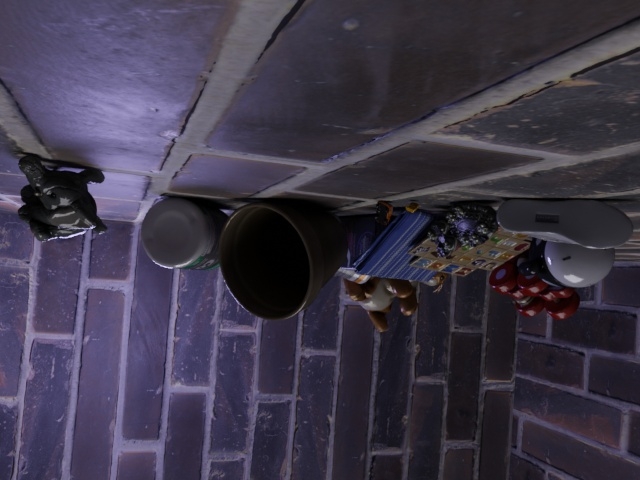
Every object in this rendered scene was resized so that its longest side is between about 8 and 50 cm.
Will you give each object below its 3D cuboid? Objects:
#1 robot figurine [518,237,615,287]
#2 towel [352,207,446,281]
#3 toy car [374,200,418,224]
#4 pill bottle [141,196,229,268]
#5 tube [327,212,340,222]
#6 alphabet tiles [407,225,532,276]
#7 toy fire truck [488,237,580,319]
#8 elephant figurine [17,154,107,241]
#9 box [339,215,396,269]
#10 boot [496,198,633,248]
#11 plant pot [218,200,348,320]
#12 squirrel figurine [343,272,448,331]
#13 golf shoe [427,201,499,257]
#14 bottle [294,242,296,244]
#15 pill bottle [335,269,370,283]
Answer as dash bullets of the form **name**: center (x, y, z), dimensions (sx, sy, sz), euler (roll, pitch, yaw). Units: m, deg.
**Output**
- **robot figurine**: center (0.633, 0.032, 1.697), dimensions (0.173, 0.209, 0.278), euler (30, 180, 4)
- **towel**: center (0.265, 0.017, 1.831), dimensions (0.336, 0.040, 0.243), euler (10, 130, -45)
- **toy car**: center (0.183, -0.066, 1.566), dimensions (0.122, 0.060, 0.040), euler (11, -146, 40)
- **pill bottle**: center (-0.376, -0.011, 2.029), dimensions (0.204, 0.204, 0.361), euler (4, 177, 13)
- **tube**: center (0.000, 0.000, 2.070), dimensions (0.062, 0.070, 0.240), euler (-23, 162, -28)
- **alphabet tiles**: center (0.415, 0.020, 1.811), dimensions (0.342, 0.011, 0.285), euler (11, 144, -35)
- **toy fire truck**: center (0.664, 0.083, 1.984), dimensions (0.169, 0.254, 0.302), euler (39, 162, -20)
- **elephant figurine**: center (-0.527, -0.089, 1.380), dimensions (0.186, 0.169, 0.239), euler (-30, -176, -39)
- **box**: center (0.151, 0.012, 2.045), dimensions (0.143, 0.165, 0.270), euler (4, 178, -29)
- **boot**: center (0.496, -0.041, 1.343), dimensions (0.258, 0.095, 0.123), euler (13, -172, 30)
- **plant pot**: center (-0.072, 0.031, 1.857), dimensions (0.323, 0.323, 0.280), euler (2, -167, 36)
- **squirrel figurine**: center (0.284, 0.084, 2.474), dimensions (0.370, 0.397, 0.281), euler (-31, 127, 10)
- **golf shoe**: center (0.348, -0.043, 1.537), dimensions (0.120, 0.105, 0.273), euler (-26, 177, -18)
- **bottle**: center (-0.152, -0.032, 2.141), dimensions (0.092, 0.118, 0.283), euler (4, 179, -38)
- **pill bottle**: center (0.047, 0.030, 2.246), dimensions (0.278, 0.162, 0.162), euler (21, 172, -17)
